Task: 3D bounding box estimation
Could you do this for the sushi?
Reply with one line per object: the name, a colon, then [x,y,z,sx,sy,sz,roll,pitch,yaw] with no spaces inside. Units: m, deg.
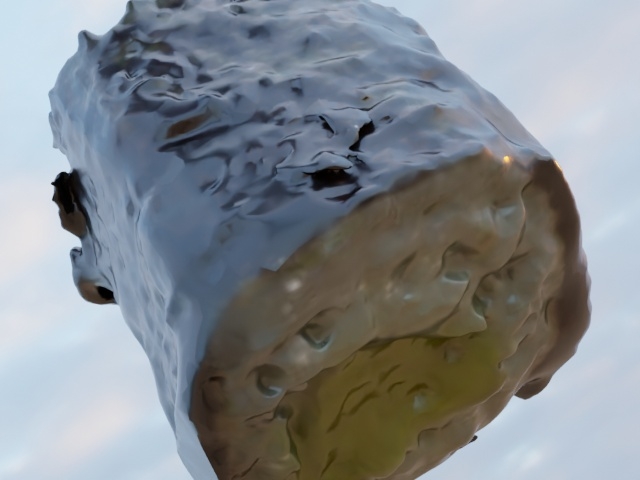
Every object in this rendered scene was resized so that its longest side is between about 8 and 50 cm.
sushi: [-0.001,-0.002,1.134,0.300,0.294,0.281,-9,-54,-28]
